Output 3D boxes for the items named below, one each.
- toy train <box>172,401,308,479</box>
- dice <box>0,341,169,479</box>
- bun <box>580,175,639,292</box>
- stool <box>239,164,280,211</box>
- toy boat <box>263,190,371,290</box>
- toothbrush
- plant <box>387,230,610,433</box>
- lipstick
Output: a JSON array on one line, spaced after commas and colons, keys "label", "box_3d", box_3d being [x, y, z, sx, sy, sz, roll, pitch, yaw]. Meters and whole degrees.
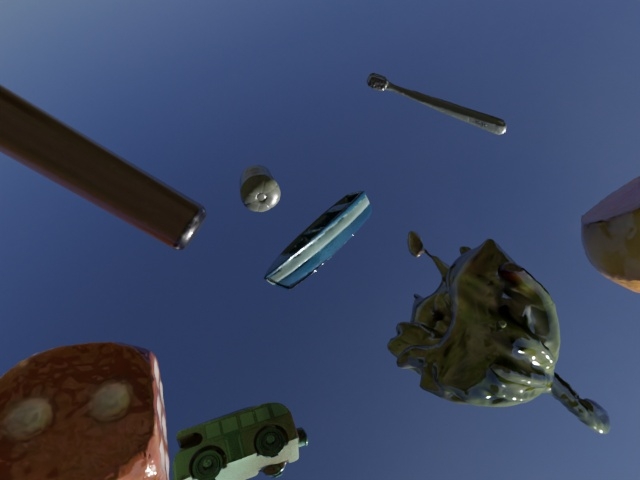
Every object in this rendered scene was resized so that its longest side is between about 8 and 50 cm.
[{"label": "toy train", "box_3d": [-0.197, 0.513, 1.005, 0.327, 0.129, 0.159, -12, -139, -17]}, {"label": "dice", "box_3d": [-0.282, 0.239, 0.497, 0.180, 0.173, 0.174, -4, -134, -16]}, {"label": "bun", "box_3d": [0.480, -0.027, 0.467, 0.299, 0.299, 0.164, -31, -95, -4]}, {"label": "stool", "box_3d": [-0.151, -0.130, 0.987, 0.096, 0.096, 0.110, -25, -144, 1]}, {"label": "toy boat", "box_3d": [0.000, 0.000, 0.850, 0.299, 0.061, 0.096, -43, -161, -29]}, {"label": "toothbrush", "box_3d": [0.233, -0.270, 0.808, 0.298, 0.030, 0.030, 19, -149, -4]}, {"label": "plant", "box_3d": [0.247, 0.120, 0.453, 0.334, 0.251, 0.180, 22, -82, 0]}, {"label": "lipstick", "box_3d": [-0.275, -0.100, 0.382, 0.357, 0.057, 0.057, 31, -118, -10]}]
